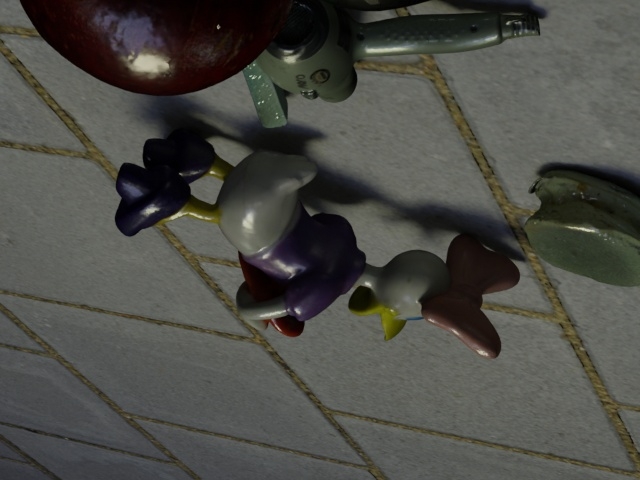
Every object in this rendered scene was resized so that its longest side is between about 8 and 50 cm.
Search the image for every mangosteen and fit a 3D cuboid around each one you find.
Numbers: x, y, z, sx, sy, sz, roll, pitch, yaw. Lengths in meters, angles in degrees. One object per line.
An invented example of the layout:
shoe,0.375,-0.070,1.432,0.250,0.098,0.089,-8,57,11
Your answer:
mangosteen,-0.109,-0.231,1.169,0.215,0.215,0.257,22,137,-4

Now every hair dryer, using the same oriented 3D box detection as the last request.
hair dryer,0.046,-0.158,1.373,0.225,0.088,0.219,-2,175,-11

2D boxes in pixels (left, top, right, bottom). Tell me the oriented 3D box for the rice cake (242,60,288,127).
rice cake,-0.058,-0.162,1.498,0.030,0.042,0.180,-10,153,5

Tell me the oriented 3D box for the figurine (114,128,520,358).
figurine,-0.006,0.001,1.693,0.421,0.154,0.193,30,134,-8

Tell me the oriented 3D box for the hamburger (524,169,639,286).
hamburger,0.258,-0.008,1.545,0.133,0.062,0.140,11,159,31

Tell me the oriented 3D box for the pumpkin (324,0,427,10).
pumpkin,0.028,-0.271,0.964,0.248,0.248,0.248,17,158,7
